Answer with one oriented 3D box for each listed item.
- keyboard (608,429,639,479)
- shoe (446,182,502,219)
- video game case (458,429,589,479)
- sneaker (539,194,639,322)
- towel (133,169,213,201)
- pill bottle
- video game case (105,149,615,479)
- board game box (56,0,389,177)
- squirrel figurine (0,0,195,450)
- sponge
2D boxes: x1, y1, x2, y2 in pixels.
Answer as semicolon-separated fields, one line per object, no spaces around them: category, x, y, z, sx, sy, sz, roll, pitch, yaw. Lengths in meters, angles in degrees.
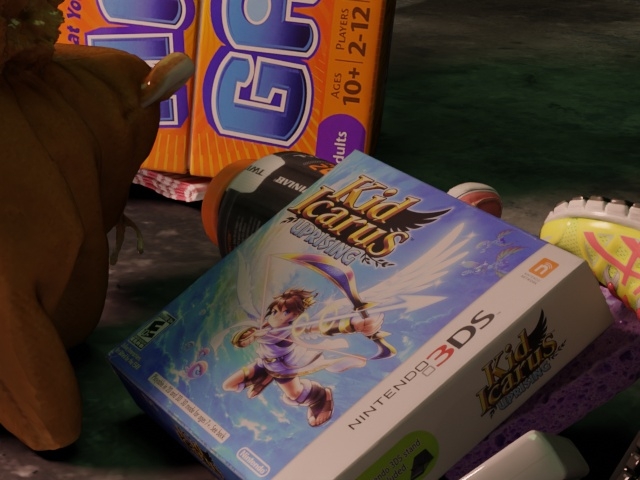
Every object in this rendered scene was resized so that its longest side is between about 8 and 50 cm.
keyboard;0.271;0.151;0.821;0.033;0.201;0.317;37;-1;-32
shoe;0.130;0.001;1.432;0.081;0.063;0.178;17;30;37
video game case;0.027;0.154;0.709;0.206;0.026;0.227;-36;-13;5
sneaker;0.214;0.030;0.979;0.081;0.094;0.208;16;0;-43
towel;-0.141;-0.075;1.698;0.144;0.029;0.197;-13;23;-42
pill bottle;0.000;0.000;1.317;0.130;0.130;0.246;-13;23;-34
video game case;0.016;0.064;1.052;0.244;0.061;0.269;-39;34;-15
board game box;-0.098;-0.277;1.707;0.356;0.356;0.356;7;15;3
squirrel figurine;-0.246;-0.100;1.191;0.281;0.397;0.370;4;28;25
sponge;0.154;0.085;1.066;0.210;0.031;0.117;-32;20;-3
